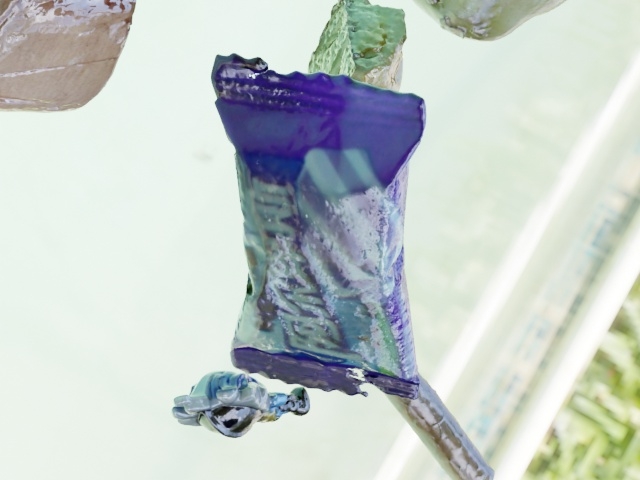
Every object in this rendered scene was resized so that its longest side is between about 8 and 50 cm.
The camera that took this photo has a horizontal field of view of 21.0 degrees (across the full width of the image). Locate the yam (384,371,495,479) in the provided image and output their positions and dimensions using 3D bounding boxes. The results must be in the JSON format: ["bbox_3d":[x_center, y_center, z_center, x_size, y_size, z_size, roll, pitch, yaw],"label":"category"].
[{"bbox_3d":[0.120,0.194,1.978,0.057,0.241,0.057,-35,-164,12],"label":"yam"}]

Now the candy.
[{"bbox_3d":[0.000,0.000,1.177,0.070,0.145,0.275,-60,156,-51],"label":"candy"}]

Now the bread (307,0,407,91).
[{"bbox_3d":[0.016,-0.105,1.500,0.232,0.088,0.128,117,-29,-43],"label":"bread"}]

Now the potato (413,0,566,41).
[{"bbox_3d":[0.199,-0.356,1.763,0.326,0.221,0.243,-45,148,-44],"label":"potato"}]

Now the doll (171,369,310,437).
[{"bbox_3d":[-0.086,0.166,1.747,0.096,0.070,0.195,-22,163,28],"label":"doll"}]

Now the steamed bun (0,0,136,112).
[{"bbox_3d":[-0.244,-0.185,1.450,0.145,0.106,0.175,-4,146,-37],"label":"steamed bun"}]
